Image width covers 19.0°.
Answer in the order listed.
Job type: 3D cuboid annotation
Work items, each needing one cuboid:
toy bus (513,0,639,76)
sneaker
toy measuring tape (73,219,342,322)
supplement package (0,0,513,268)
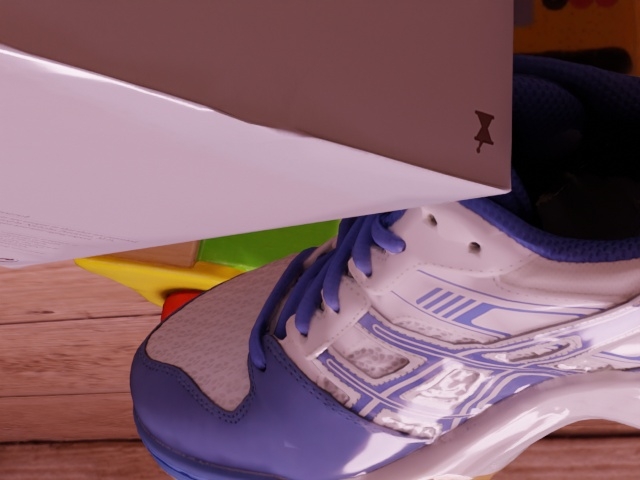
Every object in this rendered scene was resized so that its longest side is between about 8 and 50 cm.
[{"bbox_3d":[0.091,-0.046,0.751,0.108,0.130,0.332,-3,169,15],"label":"toy bus"},{"bbox_3d":[0.048,0.001,0.582,0.296,0.112,0.131,-14,130,32],"label":"sneaker"},{"bbox_3d":[-0.110,0.000,1.107,0.330,0.121,0.121,8,171,11],"label":"toy measuring tape"},{"bbox_3d":[-0.086,-0.087,0.504,0.203,0.149,0.194,-8,166,41],"label":"supplement package"}]
